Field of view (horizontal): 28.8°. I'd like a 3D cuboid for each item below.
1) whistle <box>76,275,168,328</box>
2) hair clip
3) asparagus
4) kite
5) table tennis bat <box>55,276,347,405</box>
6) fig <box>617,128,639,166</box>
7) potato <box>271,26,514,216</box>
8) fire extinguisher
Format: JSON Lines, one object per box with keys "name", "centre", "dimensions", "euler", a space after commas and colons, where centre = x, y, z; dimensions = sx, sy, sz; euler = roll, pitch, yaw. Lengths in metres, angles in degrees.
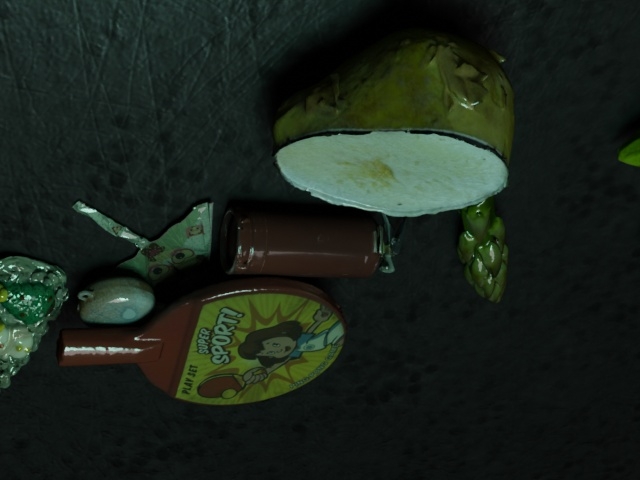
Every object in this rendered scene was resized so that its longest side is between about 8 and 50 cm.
{"name": "whistle", "centre": [-0.254, 0.098, 1.752], "dimensions": [0.107, 0.057, 0.220], "euler": [-30, 145, 31]}
{"name": "hair clip", "centre": [-0.463, 0.162, 1.724], "dimensions": [0.138, 0.091, 0.321], "euler": [19, 124, -35]}
{"name": "asparagus", "centre": [0.234, -0.001, 1.820], "dimensions": [0.080, 0.080, 0.287], "euler": [-20, 135, 0]}
{"name": "kite", "centre": [-0.238, 0.007, 1.710], "dimensions": [0.229, 0.012, 0.250], "euler": [-38, 132, 18]}
{"name": "table tennis bat", "centre": [-0.161, 0.145, 1.751], "dimensions": [0.414, 0.051, 0.268], "euler": [1, 136, -21]}
{"name": "fig", "centre": [0.548, -0.158, 1.722], "dimensions": [0.233, 0.167, 0.167], "euler": [3, 131, -12]}
{"name": "potato", "centre": [0.099, -0.161, 1.563], "dimensions": [0.299, 0.196, 0.246], "euler": [-2, 153, 21]}
{"name": "fire extinguisher", "centre": [0.000, 0.000, 1.733], "dimensions": [0.269, 0.105, 0.105], "euler": [2, 131, -20]}
